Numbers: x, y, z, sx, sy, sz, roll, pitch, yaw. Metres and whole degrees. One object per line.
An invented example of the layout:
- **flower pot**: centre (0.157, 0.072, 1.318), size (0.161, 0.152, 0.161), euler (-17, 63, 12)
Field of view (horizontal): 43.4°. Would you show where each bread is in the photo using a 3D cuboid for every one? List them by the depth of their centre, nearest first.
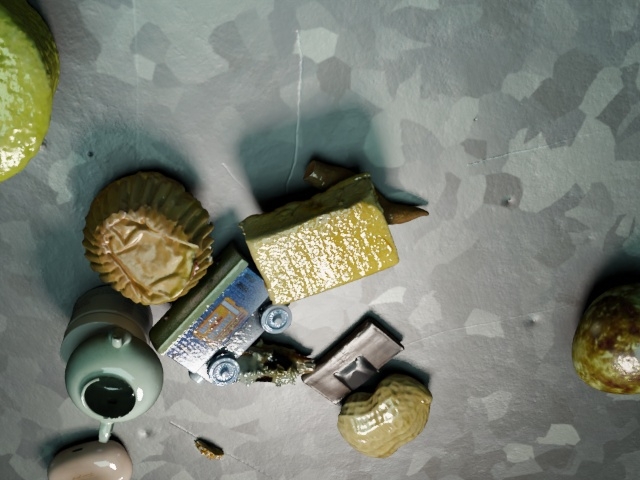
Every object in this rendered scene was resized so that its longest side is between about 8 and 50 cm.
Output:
- **bread**: centre (-0.597, -0.272, 1.335), size (0.348, 0.308, 0.348), euler (-1, 114, -2)
- **bread**: centre (-0.344, 0.002, 1.581), size (0.274, 0.149, 0.274), euler (1, 102, 3)
- **bread**: centre (0.000, 0.000, 1.583), size (0.274, 0.114, 0.185), euler (-21, 122, 1)

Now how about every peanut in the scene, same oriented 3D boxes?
- **peanut**: centre (0.158, 0.417, 1.914), size (0.233, 0.110, 0.197), euler (-35, 117, 16)

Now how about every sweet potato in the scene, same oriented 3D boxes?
- **sweet potato**: centre (0.093, -0.087, 1.646), size (0.281, 0.059, 0.067), euler (28, 74, -24)

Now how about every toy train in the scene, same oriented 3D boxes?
- **toy train**: centre (-0.203, 0.165, 1.696), size (0.300, 0.131, 0.202), euler (-47, 117, 3)

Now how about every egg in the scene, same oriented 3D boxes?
- **egg**: centre (0.684, 0.224, 1.777), size (0.238, 0.238, 0.289), euler (34, 124, -22)

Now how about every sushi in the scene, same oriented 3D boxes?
- **sushi**: centre (-0.119, 0.280, 1.816), size (0.226, 0.103, 0.097), euler (1, 119, -14)

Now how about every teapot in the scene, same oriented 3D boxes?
- **teapot**: centre (-0.411, 0.279, 1.597), size (0.193, 0.129, 0.294), euler (10, 117, -9)

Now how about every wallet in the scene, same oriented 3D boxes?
- **wallet**: centre (0.074, 0.284, 1.868), size (0.124, 0.042, 0.230), euler (40, 107, -21)

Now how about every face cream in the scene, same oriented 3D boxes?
- **face cream**: centre (-0.452, 0.204, 1.713), size (0.177, 0.153, 0.177), euler (-2, 118, -5)

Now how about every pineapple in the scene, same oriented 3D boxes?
- **pineapple**: centre (-0.271, 0.518, 1.973), size (0.083, 0.045, 0.019), euler (31, 101, -16)

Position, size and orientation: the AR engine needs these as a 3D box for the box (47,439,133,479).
- **box**: centre (-0.557, 0.556, 1.942), size (0.200, 0.088, 0.146), euler (-15, 119, 5)
